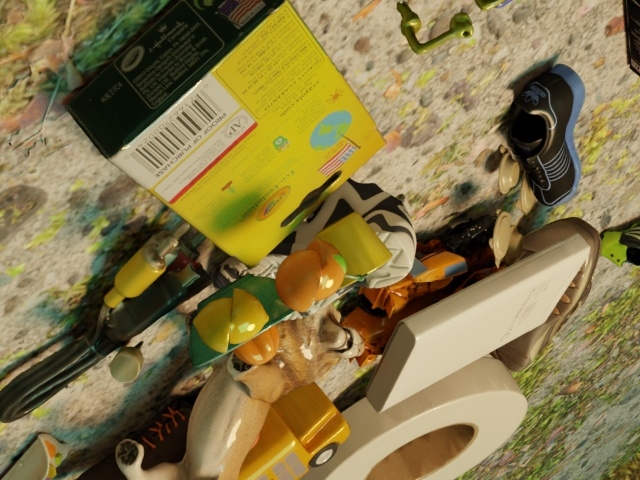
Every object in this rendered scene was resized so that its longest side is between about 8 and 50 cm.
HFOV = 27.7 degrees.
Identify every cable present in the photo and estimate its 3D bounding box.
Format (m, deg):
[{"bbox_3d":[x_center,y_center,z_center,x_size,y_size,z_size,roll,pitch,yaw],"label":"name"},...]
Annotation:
[{"bbox_3d":[-0.224,0.081,1.348,0.287,0.072,0.139,-36,173,15],"label":"cable"}]

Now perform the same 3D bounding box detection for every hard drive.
[{"bbox_3d":[0.213,0.112,1.763,0.308,0.040,0.203,-24,154,-28],"label":"hard drive"}]

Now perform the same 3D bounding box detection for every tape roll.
[{"bbox_3d":[0.144,0.322,2.068,0.392,0.072,0.392,-21,152,-12],"label":"tape roll"}]

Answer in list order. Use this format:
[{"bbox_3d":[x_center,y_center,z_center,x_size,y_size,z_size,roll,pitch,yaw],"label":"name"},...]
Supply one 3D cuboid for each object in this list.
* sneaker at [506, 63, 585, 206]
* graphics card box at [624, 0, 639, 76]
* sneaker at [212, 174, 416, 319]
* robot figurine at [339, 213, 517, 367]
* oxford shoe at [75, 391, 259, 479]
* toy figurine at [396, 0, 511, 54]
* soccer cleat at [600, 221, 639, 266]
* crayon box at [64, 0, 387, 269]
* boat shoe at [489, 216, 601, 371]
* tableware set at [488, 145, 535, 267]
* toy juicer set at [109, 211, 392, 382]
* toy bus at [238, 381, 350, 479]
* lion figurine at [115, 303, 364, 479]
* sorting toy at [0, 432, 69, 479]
[{"bbox_3d":[0.280,-0.119,1.662,0.090,0.081,0.232,-33,141,-22],"label":"sneaker"},{"bbox_3d":[0.482,-0.346,1.583,0.233,0.094,0.371,-40,152,-3],"label":"graphics card box"},{"bbox_3d":[0.000,0.000,1.456,0.235,0.094,0.153,-21,-156,23],"label":"sneaker"},{"bbox_3d":[0.153,0.069,1.768,0.291,0.085,0.211,-18,146,-39],"label":"robot figurine"},{"bbox_3d":[-0.193,0.244,1.586,0.271,0.097,0.098,-26,129,-37],"label":"oxford shoe"},{"bbox_3d":[0.182,-0.264,1.212,0.363,0.191,0.217,-37,158,-8],"label":"toy figurine"},{"bbox_3d":[0.537,0.007,2.204,0.179,0.072,0.060,-16,144,-42],"label":"soccer cleat"},{"bbox_3d":[-0.073,-0.106,1.209,0.202,0.081,0.318,-42,153,1],"label":"crayon box"},{"bbox_3d":[0.347,0.065,2.005,0.130,0.132,0.355,-37,163,-32],"label":"boat shoe"},{"bbox_3d":[0.254,-0.040,1.725,0.141,0.020,0.168,38,62,-61],"label":"tableware set"},{"bbox_3d":[-0.087,0.094,1.298,0.329,0.089,0.209,-29,-177,17],"label":"toy juicer set"},{"bbox_3d":[-0.122,0.310,1.736,0.333,0.108,0.130,-38,152,-6],"label":"toy bus"},{"bbox_3d":[-0.111,0.220,1.512,0.392,0.142,0.240,-57,156,-5],"label":"lion figurine"},{"bbox_3d":[-0.317,0.259,1.483,0.083,0.045,0.075,-48,172,12],"label":"sorting toy"}]
